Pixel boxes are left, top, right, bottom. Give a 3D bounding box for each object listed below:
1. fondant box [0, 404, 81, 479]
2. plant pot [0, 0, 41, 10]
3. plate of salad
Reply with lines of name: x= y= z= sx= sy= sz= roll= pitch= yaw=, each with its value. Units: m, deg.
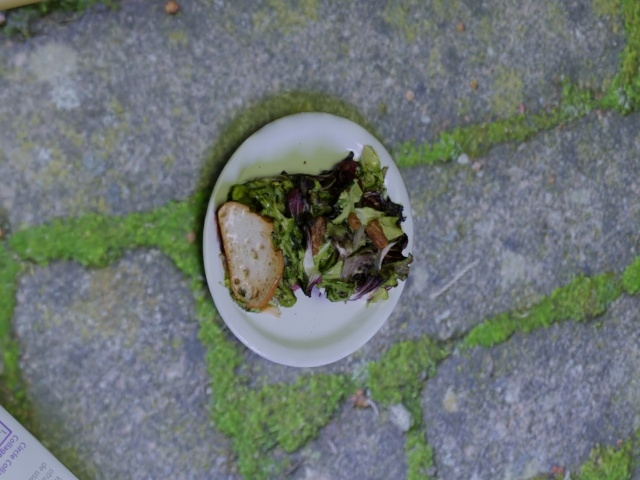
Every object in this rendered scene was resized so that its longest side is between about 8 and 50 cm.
fondant box: x=-0.272 y=0.209 z=0.902 sx=0.238 sy=0.096 sz=0.330 roll=-51 pitch=118 yaw=-21
plant pot: x=-0.162 y=-0.254 z=0.866 sx=0.239 sy=0.254 sz=0.254 roll=-27 pitch=109 yaw=-15
plate of salad: x=0.000 y=0.000 z=1.108 sx=0.200 sy=0.048 sz=0.199 roll=-3 pitch=94 yaw=-35
